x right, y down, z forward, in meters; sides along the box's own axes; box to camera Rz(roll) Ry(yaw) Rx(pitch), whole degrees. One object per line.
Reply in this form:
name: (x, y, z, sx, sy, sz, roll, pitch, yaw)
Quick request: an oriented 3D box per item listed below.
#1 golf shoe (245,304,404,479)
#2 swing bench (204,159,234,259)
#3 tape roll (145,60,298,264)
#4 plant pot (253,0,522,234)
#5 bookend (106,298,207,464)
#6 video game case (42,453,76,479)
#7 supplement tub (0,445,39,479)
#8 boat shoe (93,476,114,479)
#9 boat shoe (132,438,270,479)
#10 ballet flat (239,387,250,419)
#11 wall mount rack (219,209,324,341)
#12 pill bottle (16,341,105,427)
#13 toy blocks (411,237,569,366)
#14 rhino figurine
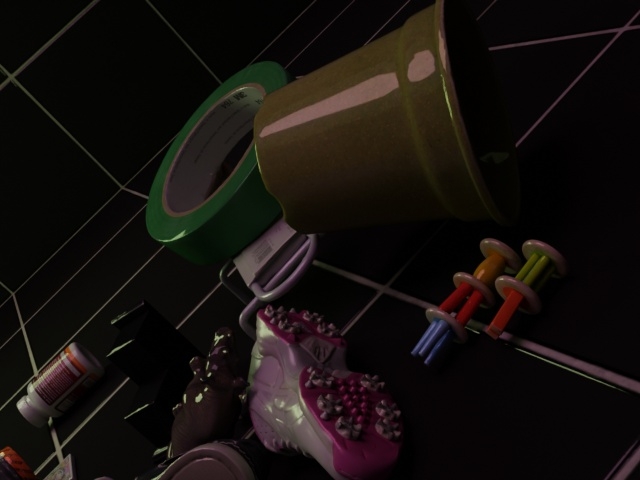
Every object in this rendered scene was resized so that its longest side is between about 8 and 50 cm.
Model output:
golf shoe: (-0.006, 0.184, 0.913, 0.140, 0.115, 0.306, -69, 23, 14)
swing bench: (-0.072, -0.104, 1.493, 0.255, 0.165, 0.253, -38, 21, 26)
tape roll: (-0.136, -0.119, 1.309, 0.321, 0.077, 0.321, -33, 38, 31)
plant pot: (0.072, -0.119, 1.011, 0.254, 0.276, 0.276, -15, 31, 23)
bookend: (-0.235, 0.193, 1.197, 0.072, 0.156, 0.157, -32, 24, 26)
video game case: (-0.430, 0.397, 1.353, 0.122, 0.011, 0.087, -45, 21, -5)
supplement tub: (-0.515, 0.402, 1.284, 0.190, 0.117, 0.117, -40, 17, -30)
boat shoe: (-0.330, 0.389, 1.124, 0.184, 0.066, 0.063, -60, 6, -27)
boat shoe: (-0.181, 0.316, 0.928, 0.340, 0.127, 0.113, -47, -9, 19)
ballet flat: (-0.052, 0.164, 1.074, 0.173, 0.049, 0.057, -38, 20, 12)
wall mount rack: (0.000, 0.000, 1.216, 0.304, 0.130, 0.350, -46, 20, 1)
pill bottle: (-0.478, 0.267, 1.589, 0.152, 0.086, 0.086, -44, 20, -5)
toy blocks: (0.164, 0.068, 0.870, 0.148, 0.054, 0.123, -49, 21, -17)
rhino figurine: (-0.127, 0.190, 1.002, 0.106, 0.073, 0.243, -92, 19, -50)
